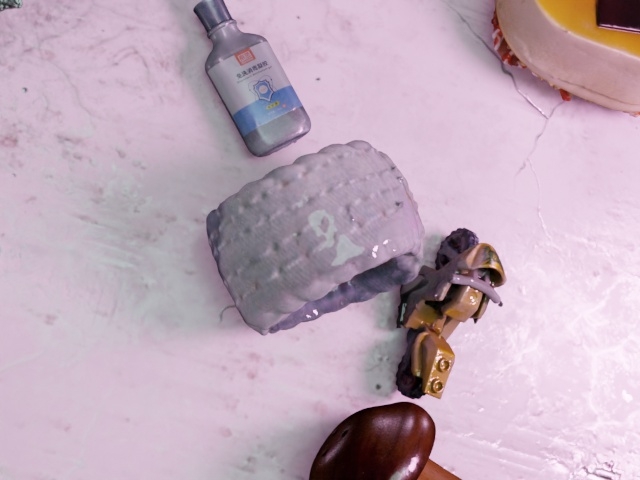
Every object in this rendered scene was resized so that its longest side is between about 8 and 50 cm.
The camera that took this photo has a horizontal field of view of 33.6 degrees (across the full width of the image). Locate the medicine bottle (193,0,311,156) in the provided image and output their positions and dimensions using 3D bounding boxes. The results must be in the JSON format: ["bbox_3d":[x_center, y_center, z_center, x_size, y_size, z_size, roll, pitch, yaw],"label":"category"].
[{"bbox_3d":[-0.094,-0.212,1.344,0.090,0.054,0.208,-28,88,-14],"label":"medicine bottle"}]

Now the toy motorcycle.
[{"bbox_3d":[0.159,0.088,1.314,0.094,0.130,0.229,26,77,-27],"label":"toy motorcycle"}]

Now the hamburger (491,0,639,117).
[{"bbox_3d":[0.374,-0.294,1.409,0.295,0.151,0.227,20,72,-4],"label":"hamburger"}]

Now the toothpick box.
[{"bbox_3d":[0.126,0.323,1.250,0.294,0.192,0.192,39,76,-10],"label":"toothpick box"}]

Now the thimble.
[{"bbox_3d":[0.000,0.000,1.253,0.250,0.205,0.172,-24,80,-6],"label":"thimble"}]
